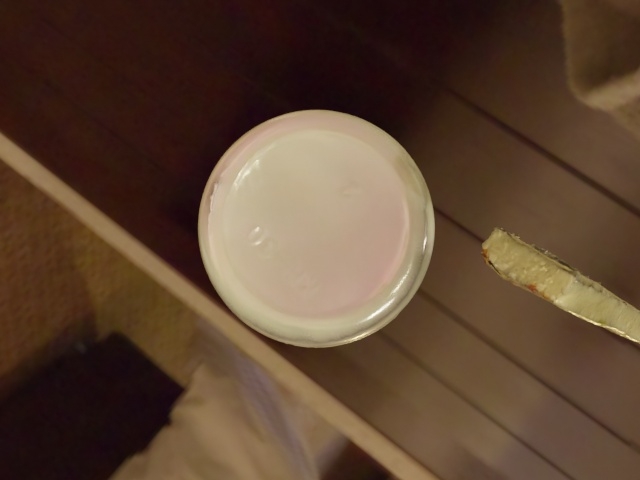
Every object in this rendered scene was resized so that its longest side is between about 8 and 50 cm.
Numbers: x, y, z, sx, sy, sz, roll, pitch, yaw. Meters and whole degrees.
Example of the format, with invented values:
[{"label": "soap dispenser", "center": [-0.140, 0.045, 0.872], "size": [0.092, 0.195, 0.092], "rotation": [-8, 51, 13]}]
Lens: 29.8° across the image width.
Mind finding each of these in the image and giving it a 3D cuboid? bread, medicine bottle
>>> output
[{"label": "bread", "center": [0.165, 0.033, 0.772], "size": [0.153, 0.068, 0.028], "rotation": [22, 100, -51]}, {"label": "medicine bottle", "center": [0.000, 0.000, 0.961], "size": [0.170, 0.170, 0.293], "rotation": [-53, 176, -2]}]
